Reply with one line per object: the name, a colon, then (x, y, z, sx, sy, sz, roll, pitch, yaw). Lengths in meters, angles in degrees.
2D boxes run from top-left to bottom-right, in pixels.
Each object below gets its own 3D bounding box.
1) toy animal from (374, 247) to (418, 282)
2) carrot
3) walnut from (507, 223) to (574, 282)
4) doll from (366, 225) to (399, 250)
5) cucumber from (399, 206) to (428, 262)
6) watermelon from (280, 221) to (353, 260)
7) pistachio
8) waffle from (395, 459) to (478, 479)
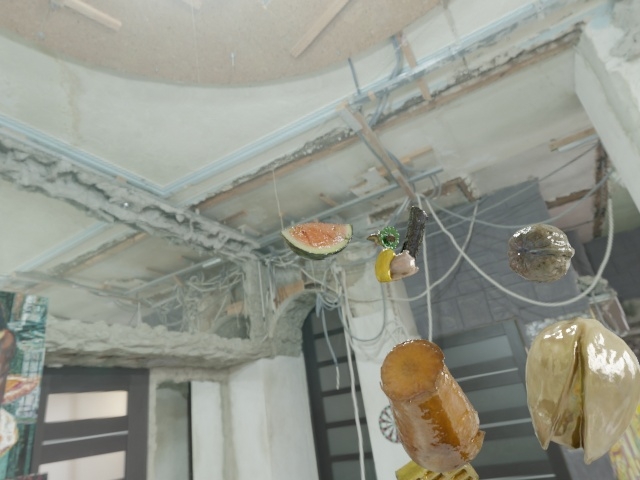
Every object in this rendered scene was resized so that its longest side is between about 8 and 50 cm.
toy animal: (0.199, 0.069, 1.083, 0.114, 0.091, 0.082, -22, -27, 15)
carrot: (0.231, 0.358, 0.871, 0.196, 0.196, 0.254, -17, -51, 17)
walnut: (0.909, 0.053, 1.667, 0.248, 0.248, 0.248, -8, -24, -4)
doll: (0.208, -0.017, 1.334, 0.078, 0.076, 0.113, 13, 8, -22)
cucumber: (0.297, 0.013, 1.318, 0.067, 0.245, 0.067, 16, -8, 2)
watermelon: (-0.002, 0.000, 1.252, 0.245, 0.119, 0.063, -7, -13, -21)
pistachio: (0.599, 0.337, 0.938, 0.229, 0.321, 0.238, 8, -15, 39)
waffle: (0.391, 0.783, 1.348, 0.221, 0.055, 0.248, -35, -62, 1)
